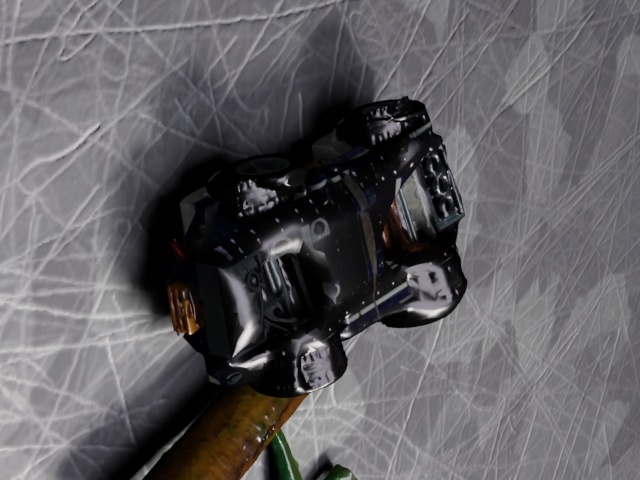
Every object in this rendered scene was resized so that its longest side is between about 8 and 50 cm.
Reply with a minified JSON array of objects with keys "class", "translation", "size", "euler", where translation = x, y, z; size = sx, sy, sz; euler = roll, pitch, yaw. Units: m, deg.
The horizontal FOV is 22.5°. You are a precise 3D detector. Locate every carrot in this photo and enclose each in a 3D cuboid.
[{"class":"carrot","translation":[-0.073,0.160,1.302],"size":[0.260,0.070,0.070],"euler":[-49,138,-35]}]

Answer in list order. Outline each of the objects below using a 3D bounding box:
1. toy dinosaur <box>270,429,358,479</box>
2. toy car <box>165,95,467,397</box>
[{"class":"toy dinosaur","translation":[-0.031,0.370,1.445],"size":[0.301,0.087,0.447],"euler":[-42,117,-20]},{"class":"toy car","translation":[-0.002,0.000,1.289],"size":[0.301,0.118,0.193],"euler":[-26,117,-40]}]
